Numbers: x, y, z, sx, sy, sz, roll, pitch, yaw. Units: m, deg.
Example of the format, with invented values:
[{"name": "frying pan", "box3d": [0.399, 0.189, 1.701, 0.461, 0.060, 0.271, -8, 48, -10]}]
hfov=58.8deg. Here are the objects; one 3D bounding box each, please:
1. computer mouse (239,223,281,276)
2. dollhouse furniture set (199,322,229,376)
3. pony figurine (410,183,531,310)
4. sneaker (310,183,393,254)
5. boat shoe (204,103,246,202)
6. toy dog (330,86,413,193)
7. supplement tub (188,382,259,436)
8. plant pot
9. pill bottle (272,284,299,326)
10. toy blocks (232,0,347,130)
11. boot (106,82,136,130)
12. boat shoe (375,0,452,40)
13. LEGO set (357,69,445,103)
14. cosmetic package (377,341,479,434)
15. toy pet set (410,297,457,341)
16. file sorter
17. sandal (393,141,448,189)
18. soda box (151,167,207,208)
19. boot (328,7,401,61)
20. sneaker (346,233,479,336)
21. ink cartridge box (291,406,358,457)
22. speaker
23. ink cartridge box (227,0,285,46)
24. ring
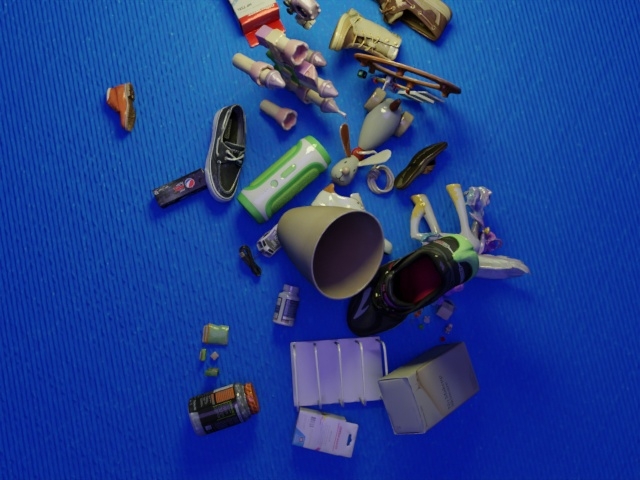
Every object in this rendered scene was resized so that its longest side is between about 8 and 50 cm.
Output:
[{"name": "computer mouse", "box3d": [-0.157, 0.014, 1.759, 0.193, 0.042, 0.106, -40, 99, -6]}, {"name": "dollhouse furniture set", "box3d": [-0.324, 0.329, 1.715, 0.076, 0.058, 0.152, 5, 84, -2]}, {"name": "pony figurine", "box3d": [0.428, 0.021, 1.690, 0.351, 0.303, 0.363, -5, 78, 17]}, {"name": "sneaker", "box3d": [0.119, -0.072, 1.746, 0.290, 0.106, 0.123, 36, 87, 3]}, {"name": "boat shoe", "box3d": [-0.277, -0.269, 1.738, 0.108, 0.102, 0.301, 13, 78, -36]}, {"name": "toy dog", "box3d": [0.164, -0.319, 1.737, 0.220, 0.161, 0.334, 15, 84, -5]}, {"name": "supplement tub", "box3d": [-0.283, 0.492, 1.672, 0.190, 0.117, 0.117, -17, 85, -4]}, {"name": "plant pot", "box3d": [0.000, 0.000, 1.636, 0.256, 0.274, 0.256, -15, 117, -33]}, {"name": "pill bottle", "box3d": [-0.101, 0.198, 1.732, 0.067, 0.067, 0.120, 14, 84, -1]}, {"name": "toy blocks", "box3d": [-0.039, -0.499, 1.665, 0.260, 0.288, 0.309, 35, 81, 27]}, {"name": "boot", "box3d": [-0.627, -0.412, 1.778, 0.084, 0.059, 0.158, -7, 76, 0]}, {"name": "boat shoe", "box3d": [0.248, -0.750, 1.814, 0.342, 0.123, 0.123, 28, 83, -6]}, {"name": "LEGO set", "box3d": [0.230, -0.450, 1.717, 0.244, 0.182, 0.060, 19, 98, -23]}, {"name": "cosmetic package", "box3d": [0.314, 0.413, 1.617, 0.309, 0.113, 0.160, -16, 87, -47]}, {"name": "toy pet set", "box3d": [0.361, 0.230, 1.763, 0.122, 0.065, 0.114, 31, 119, 4]}, {"name": "file sorter", "box3d": [0.053, 0.391, 1.667, 0.277, 0.173, 0.193, -4, 84, -2]}, {"name": "sandal", "box3d": [0.320, -0.228, 1.783, 0.219, 0.090, 0.060, -48, 117, -14]}, {"name": "soda box", "box3d": [-0.428, -0.161, 1.760, 0.169, 0.053, 0.060, -25, 87, -4]}, {"name": "boot", "box3d": [0.143, -0.613, 1.753, 0.203, 0.262, 0.095, 29, 127, -2]}, {"name": "sneaker", "box3d": [0.213, 0.133, 1.594, 0.202, 0.483, 0.185, -13, 67, -46]}, {"name": "ink cartridge box", "box3d": [0.013, 0.574, 1.703, 0.181, 0.061, 0.104, 14, 85, 0]}, {"name": "speaker", "box3d": [-0.111, -0.185, 1.738, 0.296, 0.131, 0.131, -42, 87, -5]}, {"name": "ink cartridge box", "box3d": [-0.217, -0.756, 1.813, 0.134, 0.078, 0.231, -27, 87, -4]}, {"name": "ring", "box3d": [0.254, -0.484, 1.686, 0.336, 0.336, 0.032, 18, 102, 0]}]
